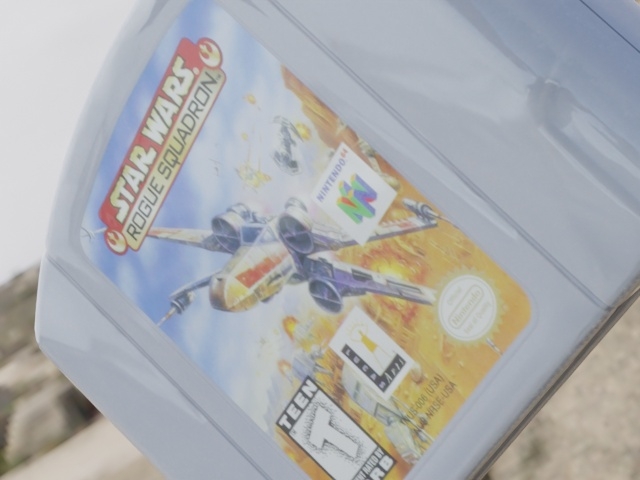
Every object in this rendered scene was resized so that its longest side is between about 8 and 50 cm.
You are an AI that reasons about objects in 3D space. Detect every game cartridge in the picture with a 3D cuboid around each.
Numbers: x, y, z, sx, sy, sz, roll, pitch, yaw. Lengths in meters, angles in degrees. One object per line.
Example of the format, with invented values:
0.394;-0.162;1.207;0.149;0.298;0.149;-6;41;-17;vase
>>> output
0.000;0.000;0.645;0.062;0.198;0.297;-41;-13;-45;game cartridge
